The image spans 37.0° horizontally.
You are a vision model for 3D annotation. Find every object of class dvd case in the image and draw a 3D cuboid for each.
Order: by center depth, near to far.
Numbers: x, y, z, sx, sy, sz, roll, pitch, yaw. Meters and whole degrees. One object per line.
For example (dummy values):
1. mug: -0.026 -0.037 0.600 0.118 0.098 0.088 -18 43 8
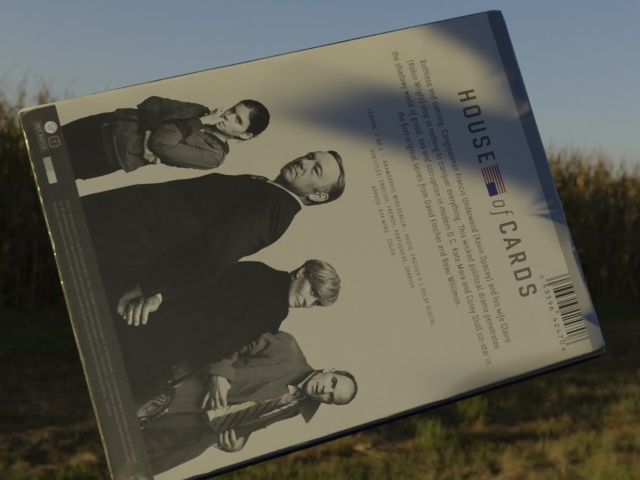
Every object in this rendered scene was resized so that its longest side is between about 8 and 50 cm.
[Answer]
1. dvd case: 0.000 0.000 0.449 0.238 0.179 0.029 -14 -5 -14
